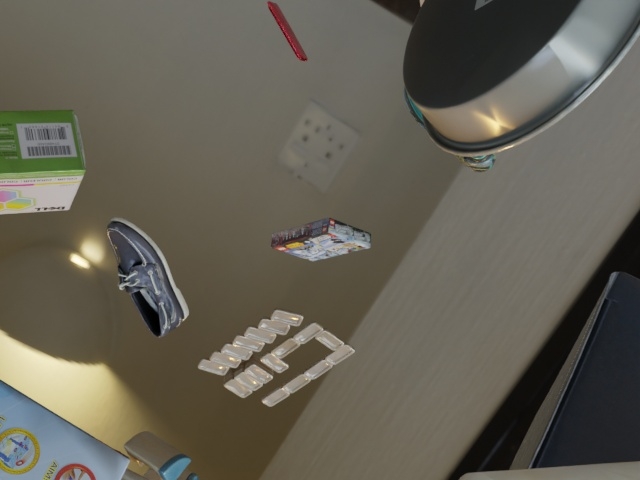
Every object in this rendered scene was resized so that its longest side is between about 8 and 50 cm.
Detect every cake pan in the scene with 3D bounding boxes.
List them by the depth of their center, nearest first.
[{"bbox_3d":[0.181,-0.217,0.799,0.054,0.293,0.293,30,-167,-27],"label":"cake pan"}]

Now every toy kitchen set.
[{"bbox_3d":[-0.214,0.360,1.038,0.122,0.207,0.166,27,150,23],"label":"toy kitchen set"}]

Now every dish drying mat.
[{"bbox_3d":[-0.042,-0.265,1.102,0.083,0.008,0.032,60,-160,2],"label":"dish drying mat"}]

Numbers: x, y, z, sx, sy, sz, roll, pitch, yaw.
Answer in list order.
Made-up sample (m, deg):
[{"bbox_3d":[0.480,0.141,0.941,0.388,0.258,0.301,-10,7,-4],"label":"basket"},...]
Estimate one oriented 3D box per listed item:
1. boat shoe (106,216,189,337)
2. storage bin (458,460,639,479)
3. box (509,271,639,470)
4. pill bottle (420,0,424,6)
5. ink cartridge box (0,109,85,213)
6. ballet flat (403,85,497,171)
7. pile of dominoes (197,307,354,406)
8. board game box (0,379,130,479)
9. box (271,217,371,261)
[{"bbox_3d":[-0.270,0.059,1.316,0.075,0.065,0.206,1,128,39],"label":"boat shoe"},{"bbox_3d":[0.241,0.226,0.498,0.262,0.123,0.260,25,154,-22],"label":"storage bin"},{"bbox_3d":[0.308,0.277,0.916,0.212,0.293,0.395,26,152,16],"label":"box"},{"bbox_3d":[0.262,-0.335,1.074,0.169,0.169,0.301,26,174,-24],"label":"pill bottle"},{"bbox_3d":[-0.449,-0.077,1.210,0.189,0.255,0.097,-6,-111,-28],"label":"ink cartridge box"},{"bbox_3d":[0.187,-0.166,1.262,0.070,0.070,0.188,12,-143,-54],"label":"ballet flat"},{"bbox_3d":[-0.090,0.217,1.687,0.196,0.251,0.040,39,-153,-30],"label":"pile of dominoes"},{"bbox_3d":[-0.367,0.250,0.742,0.302,0.086,0.308,37,-133,-16],"label":"board game box"},{"bbox_3d":[0.000,0.000,1.389,0.094,0.027,0.137,19,157,-40],"label":"box"}]
